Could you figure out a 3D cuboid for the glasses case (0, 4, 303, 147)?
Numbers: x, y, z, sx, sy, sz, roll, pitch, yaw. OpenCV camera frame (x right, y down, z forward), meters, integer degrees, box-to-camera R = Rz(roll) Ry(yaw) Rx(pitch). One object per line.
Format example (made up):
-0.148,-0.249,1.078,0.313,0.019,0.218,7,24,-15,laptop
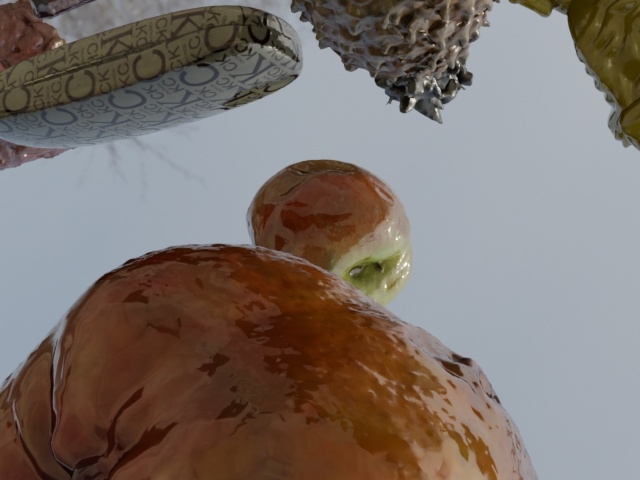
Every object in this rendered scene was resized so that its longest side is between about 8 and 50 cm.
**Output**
-0.184,-0.156,1.233,0.355,0.137,0.085,-12,-104,28,glasses case

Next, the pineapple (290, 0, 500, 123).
0.074,-0.221,1.106,0.202,0.362,0.201,-3,-107,11,pineapple

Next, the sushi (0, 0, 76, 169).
-0.426,-0.208,1.678,0.171,0.236,0.270,-27,-170,-15,sushi

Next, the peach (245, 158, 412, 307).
0.000,0.000,1.562,0.214,0.214,0.235,-40,-146,-6,peach

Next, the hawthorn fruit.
-0.030,0.226,0.959,0.472,0.471,0.471,-20,-139,18,hawthorn fruit

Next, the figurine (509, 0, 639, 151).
0.167,-0.176,0.831,0.315,0.168,0.187,34,-90,7,figurine

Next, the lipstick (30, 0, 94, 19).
-0.098,-0.172,0.757,0.176,0.027,0.027,-30,-146,-26,lipstick
